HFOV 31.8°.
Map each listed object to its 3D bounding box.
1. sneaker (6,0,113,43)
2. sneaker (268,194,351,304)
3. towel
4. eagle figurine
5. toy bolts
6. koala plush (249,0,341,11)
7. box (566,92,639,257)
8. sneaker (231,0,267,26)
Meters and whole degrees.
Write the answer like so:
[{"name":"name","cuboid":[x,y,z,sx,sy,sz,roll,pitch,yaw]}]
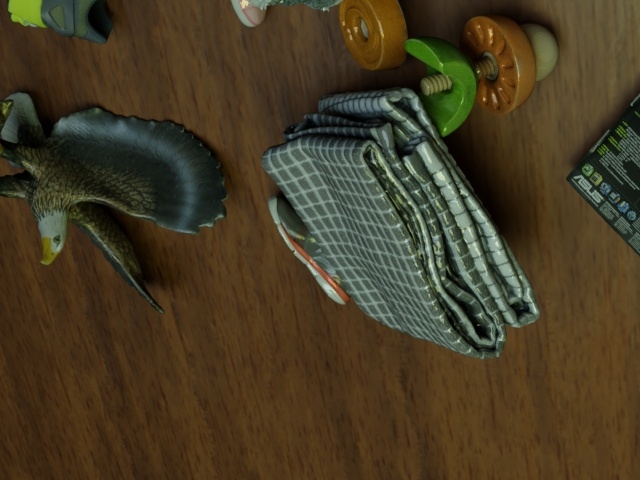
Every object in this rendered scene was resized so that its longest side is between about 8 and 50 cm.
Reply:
[{"name":"sneaker","cuboid":[-0.246,-0.347,1.223,0.121,0.111,0.300,24,130,-4]},{"name":"sneaker","cuboid":[0.000,0.000,1.345,0.065,0.061,0.158,-38,102,6]},{"name":"towel","cuboid":[0.076,-0.017,1.178,0.283,0.121,0.235,57,165,-18]},{"name":"eagle figurine","cuboid":[-0.290,-0.052,1.372,0.298,0.225,0.226,16,172,-22]},{"name":"toy bolts","cuboid":[0.135,-0.253,1.122,0.218,0.158,0.228,45,149,44]},{"name":"koala plush","cuboid":[-0.030,-0.324,1.051,0.203,0.196,0.221,1,97,21]},{"name":"box","cuboid":[0.369,-0.061,1.119,0.190,0.045,0.184,49,124,19]},{"name":"sneaker","cuboid":[-0.060,-0.293,1.196,0.070,0.051,0.134,6,115,25]}]
